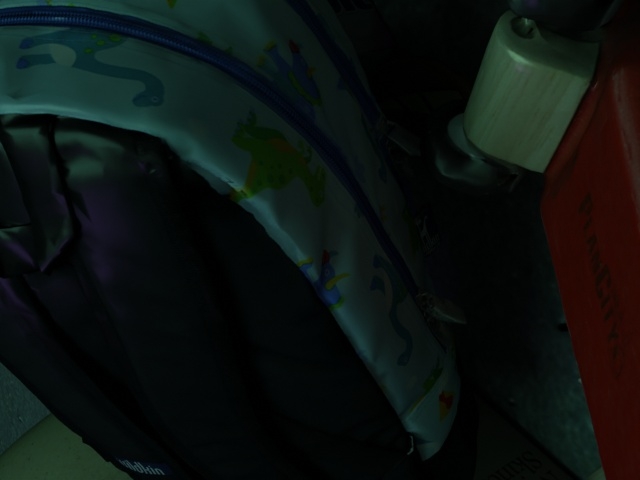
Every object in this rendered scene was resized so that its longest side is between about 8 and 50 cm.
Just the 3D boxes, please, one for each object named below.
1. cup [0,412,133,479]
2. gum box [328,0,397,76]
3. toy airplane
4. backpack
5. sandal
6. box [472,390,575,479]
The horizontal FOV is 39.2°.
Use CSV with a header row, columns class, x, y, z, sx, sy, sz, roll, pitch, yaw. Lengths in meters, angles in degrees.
class,x,y,z,sx,sy,sz,roll,pitch,yaw
cup,-0.191,0.277,0.926,0.331,0.331,0.237,39,106,33
gum box,-0.050,-0.152,0.640,0.062,0.188,0.107,-42,73,48
toy airplane,0.204,0.050,0.362,0.386,0.272,0.384,-133,46,-76
backpack,-0.074,0.002,0.507,0.290,0.355,0.273,1,67,26
sandal,0.059,-0.094,0.652,0.180,0.049,0.072,-7,106,63
box,0.100,0.220,0.649,0.232,0.148,0.127,40,132,32
